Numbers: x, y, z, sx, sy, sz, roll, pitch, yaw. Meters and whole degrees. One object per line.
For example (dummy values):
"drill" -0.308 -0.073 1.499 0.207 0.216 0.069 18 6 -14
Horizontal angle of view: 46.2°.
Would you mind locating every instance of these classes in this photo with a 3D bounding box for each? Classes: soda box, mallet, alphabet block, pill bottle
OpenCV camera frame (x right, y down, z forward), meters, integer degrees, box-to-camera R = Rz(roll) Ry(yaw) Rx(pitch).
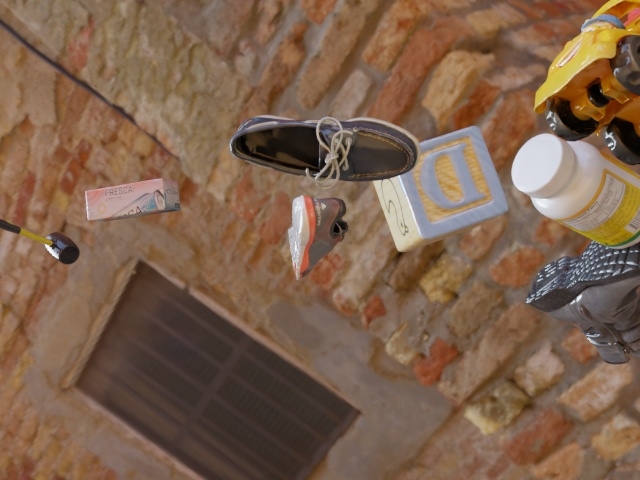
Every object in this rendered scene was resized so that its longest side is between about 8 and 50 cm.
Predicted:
"soda box" -0.367 -0.078 1.461 0.058 0.183 0.063 0 -97 -68
"mallet" -0.466 -0.016 1.166 0.062 0.190 0.039 29 89 49
"alphabet block" 0.239 -0.100 1.538 0.193 0.192 0.197 -17 -7 -10
"pill bottle" 0.376 -0.073 1.072 0.117 0.208 0.117 -35 44 43

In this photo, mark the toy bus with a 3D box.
"toy bus" 0.380 -0.222 0.897 0.149 0.220 0.211 140 142 -62

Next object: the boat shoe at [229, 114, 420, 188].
"boat shoe" 0.004 -0.123 1.005 0.079 0.254 0.095 -54 -25 -65

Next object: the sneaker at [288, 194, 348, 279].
"sneaker" 0.000 0.000 0.850 0.065 0.061 0.158 -8 -22 -10

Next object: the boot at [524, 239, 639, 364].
"boot" 0.516 0.094 1.229 0.118 0.223 0.338 -57 5 -21
